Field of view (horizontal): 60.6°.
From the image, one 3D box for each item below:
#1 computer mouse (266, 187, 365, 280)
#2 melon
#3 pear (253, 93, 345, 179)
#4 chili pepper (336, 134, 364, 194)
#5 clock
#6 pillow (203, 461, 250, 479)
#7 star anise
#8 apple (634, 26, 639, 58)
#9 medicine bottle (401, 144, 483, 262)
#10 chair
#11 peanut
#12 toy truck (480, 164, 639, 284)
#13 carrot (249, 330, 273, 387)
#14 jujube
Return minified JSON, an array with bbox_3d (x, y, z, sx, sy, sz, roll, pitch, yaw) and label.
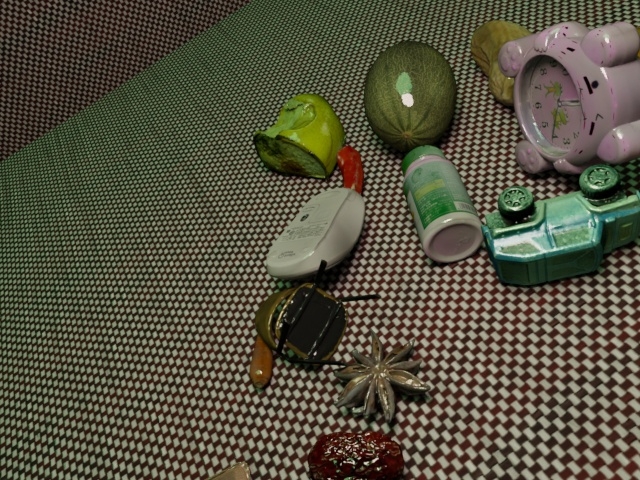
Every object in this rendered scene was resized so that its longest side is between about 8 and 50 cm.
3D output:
[{"bbox_3d":[0.000,0.000,1.261,0.184,0.121,0.297,-8,38,35],"label":"computer mouse"},{"bbox_3d":[0.228,-0.368,1.403,0.237,0.237,0.302,-9,51,21],"label":"melon"},{"bbox_3d":[-0.030,-0.312,1.547,0.238,0.164,0.255,13,57,39],"label":"pear"},{"bbox_3d":[0.079,-0.175,1.432,0.071,0.063,0.272,-37,43,37],"label":"chili pepper"},{"bbox_3d":[0.494,-0.277,1.082,0.113,0.296,0.322,-18,14,-9],"label":"clock"},{"bbox_3d":[-0.164,0.507,0.961,0.135,0.034,0.211,-27,45,-2],"label":"pillow"},{"bbox_3d":[0.119,0.253,1.023,0.195,0.065,0.182,8,50,38],"label":"star anise"},{"bbox_3d":[0.649,-0.338,1.197,0.226,0.246,0.246,2,49,5],"label":"apple"},{"bbox_3d":[0.259,-0.091,1.211,0.133,0.133,0.274,-19,45,11],"label":"medicine bottle"},{"bbox_3d":[-0.025,0.159,1.123,0.159,0.172,0.247,-59,7,-27],"label":"chair"},{"bbox_3d":[0.495,-0.471,1.424,0.159,0.143,0.291,-26,45,20],"label":"peanut"},{"bbox_3d":[0.453,-0.021,1.035,0.278,0.155,0.156,-14,55,15],"label":"toy truck"},{"bbox_3d":[-0.126,0.223,1.196,0.048,0.048,0.216,-17,41,13],"label":"carrot"},{"bbox_3d":[0.057,0.368,0.927,0.165,0.104,0.104,-15,45,9],"label":"jujube"}]
